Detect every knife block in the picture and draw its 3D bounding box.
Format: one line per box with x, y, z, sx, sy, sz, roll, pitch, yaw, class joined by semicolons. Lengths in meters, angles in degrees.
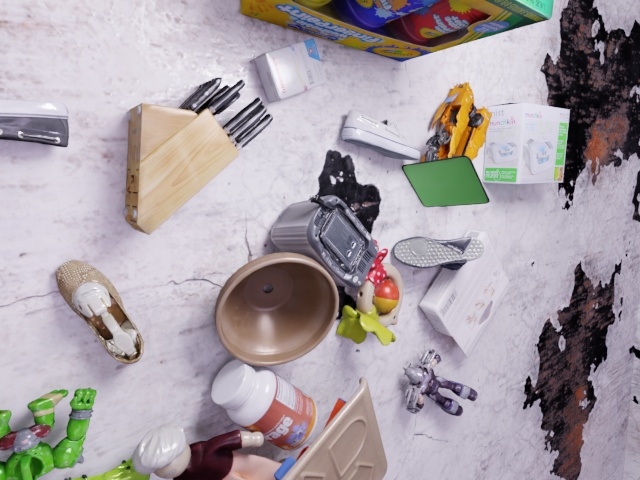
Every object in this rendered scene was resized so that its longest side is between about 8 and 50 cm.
-0.205;-0.148;0.764;0.242;0.088;0.276;1;96;-36;knife block

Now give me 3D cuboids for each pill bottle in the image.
-0.113;0.333;0.888;0.216;0.121;0.121;45;71;-32;pill bottle

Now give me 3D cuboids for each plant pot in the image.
-0.093;0.118;0.855;0.237;0.110;0.238;-9;117;-18;plant pot

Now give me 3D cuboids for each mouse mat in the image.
0.309;-0.141;1.082;0.153;0.189;0.007;52;58;-30;mouse mat

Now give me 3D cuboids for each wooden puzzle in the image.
0.014;0.503;0.911;0.348;0.080;0.322;-42;131;-37;wooden puzzle

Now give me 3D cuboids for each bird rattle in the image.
0.129;0.126;1.064;0.206;0.143;0.254;10;78;-48;bird rattle

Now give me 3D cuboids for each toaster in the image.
0.000;0.000;0.893;0.227;0.146;0.129;47;58;-32;toaster

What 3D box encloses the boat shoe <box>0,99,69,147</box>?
-0.465;-0.147;0.587;0.228;0.080;0.076;-15;104;-42;boat shoe

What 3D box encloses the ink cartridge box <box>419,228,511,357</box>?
0.442;0.160;1.303;0.296;0.066;0.261;-51;126;-19;ink cartridge box

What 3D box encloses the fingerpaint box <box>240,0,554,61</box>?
0.134;-0.480;0.787;0.444;0.371;0.163;-2;98;-37;fingerpaint box

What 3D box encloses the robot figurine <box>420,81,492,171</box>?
0.359;-0.258;1.166;0.211;0.085;0.291;34;77;-35;robot figurine

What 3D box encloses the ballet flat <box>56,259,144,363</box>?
-0.351;0.122;0.713;0.073;0.067;0.206;-40;118;-25;ballet flat

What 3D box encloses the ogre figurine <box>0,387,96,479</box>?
-0.446;0.305;0.656;0.197;0.096;0.118;-8;91;-47;ogre figurine

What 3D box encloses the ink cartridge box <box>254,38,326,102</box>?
-0.059;-0.337;0.865;0.122;0.052;0.089;-31;114;-30;ink cartridge box

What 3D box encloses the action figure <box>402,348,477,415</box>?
0.320;0.417;1.240;0.285;0.099;0.185;36;83;-31;action figure

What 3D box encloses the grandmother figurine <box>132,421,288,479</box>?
-0.193;0.430;0.827;0.208;0.104;0.342;-48;126;5;grandmother figurine

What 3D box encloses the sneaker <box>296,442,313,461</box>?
-0.006;0.585;1.044;0.128;0.087;0.221;-7;89;-27;sneaker

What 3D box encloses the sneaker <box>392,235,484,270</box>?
0.303;0.037;1.172;0.226;0.163;0.086;0;83;4;sneaker

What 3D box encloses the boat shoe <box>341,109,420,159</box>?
0.153;-0.245;1.016;0.226;0.083;0.076;9;93;-36;boat shoe

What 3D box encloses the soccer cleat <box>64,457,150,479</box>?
-0.381;0.433;0.746;0.178;0.060;0.073;-5;101;-39;soccer cleat

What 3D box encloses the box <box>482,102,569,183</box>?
0.632;-0.292;1.338;0.261;0.126;0.231;-6;102;-35;box
